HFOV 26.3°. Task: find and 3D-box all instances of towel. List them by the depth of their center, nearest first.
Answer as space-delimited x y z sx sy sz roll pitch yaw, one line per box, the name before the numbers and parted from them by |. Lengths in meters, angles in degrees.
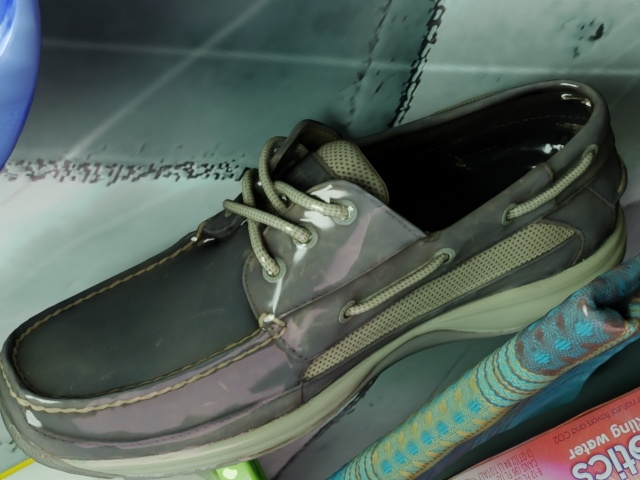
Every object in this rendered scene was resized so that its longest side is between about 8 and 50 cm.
towel | 0.136 0.065 0.742 0.271 0.040 0.370 -26 167 -32

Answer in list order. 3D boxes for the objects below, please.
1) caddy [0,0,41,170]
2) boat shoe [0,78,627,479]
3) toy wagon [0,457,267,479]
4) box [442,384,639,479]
caddy | -0.255 -0.077 0.401 0.341 0.179 0.241 6 131 -35
boat shoe | 0.000 0.000 0.698 0.355 0.132 0.130 -22 131 -22
toy wagon | -0.135 0.244 0.910 0.267 0.068 0.344 -28 145 -1
box | 0.242 0.178 0.964 0.300 0.154 0.142 -26 169 -5
